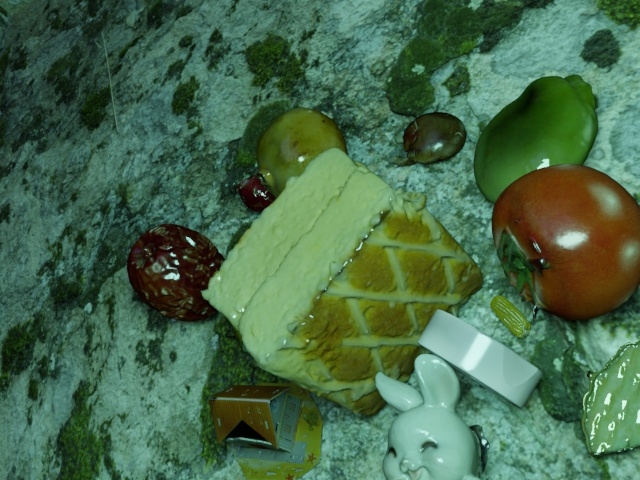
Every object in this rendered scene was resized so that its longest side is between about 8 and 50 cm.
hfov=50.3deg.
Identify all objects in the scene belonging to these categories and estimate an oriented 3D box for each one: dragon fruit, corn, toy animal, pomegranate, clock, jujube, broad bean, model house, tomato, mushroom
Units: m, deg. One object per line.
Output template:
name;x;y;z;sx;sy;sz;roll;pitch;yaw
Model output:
dragon fruit;-0.176;-0.122;1.715;0.190;0.094;0.094;15;74;47
corn;0.335;0.133;1.205;0.037;0.037;0.092;-44;43;7
toy animal;0.166;0.356;1.067;0.208;0.154;0.325;-36;52;49
pomegranate;-0.038;-0.190;1.556;0.233;0.233;0.233;-19;54;28
clock;0.258;0.193;1.115;0.197;0.197;0.068;29;85;44
jujube;-0.326;0.075;1.610;0.213;0.232;0.213;-20;49;25
broad bean;0.402;-0.186;1.279;0.238;0.119;0.291;8;64;52
model house;-0.114;0.359;1.342;0.219;0.136;0.207;-6;59;35
tomato;0.397;0.003;1.094;0.224;0.256;0.256;-27;49;2
mushroom;0.226;-0.215;1.467;0.171;0.080;0.135;-33;39;14

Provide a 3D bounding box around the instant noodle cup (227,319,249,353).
instant noodle cup;-0.122;0.151;1.458;0.182;0.182;0.144;-33;59;17

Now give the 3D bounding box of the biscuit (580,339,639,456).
biscuit;0.524;0.223;1.005;0.274;0.036;0.187;-12;58;33

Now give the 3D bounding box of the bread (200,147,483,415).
bread;0.051;0.075;1.221;0.279;0.390;0.371;36;90;39

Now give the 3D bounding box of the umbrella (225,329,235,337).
umbrella;-0.159;0.222;1.540;0.149;0.022;0.022;5;63;34
